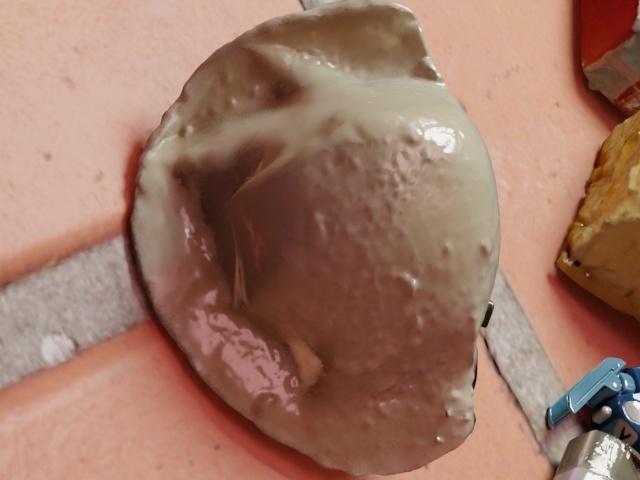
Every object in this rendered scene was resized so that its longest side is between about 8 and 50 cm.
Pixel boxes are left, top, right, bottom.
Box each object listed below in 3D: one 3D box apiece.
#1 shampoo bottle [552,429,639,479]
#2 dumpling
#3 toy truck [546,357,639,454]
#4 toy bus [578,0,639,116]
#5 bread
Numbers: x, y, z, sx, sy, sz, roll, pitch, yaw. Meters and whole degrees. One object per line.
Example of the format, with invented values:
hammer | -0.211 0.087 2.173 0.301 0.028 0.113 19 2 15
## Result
shampoo bottle | 0.167 0.230 1.011 0.086 0.056 0.227 47 44 -14
dumpling | 0.001 -0.003 0.932 0.227 0.175 0.243 -6 53 -14
toy truck | 0.207 0.122 1.117 0.090 0.056 0.073 16 52 -21
toy bus | 0.291 -0.223 1.347 0.120 0.121 0.265 23 53 -22
bread | 0.336 0.021 1.212 0.275 0.114 0.185 33 45 -3
